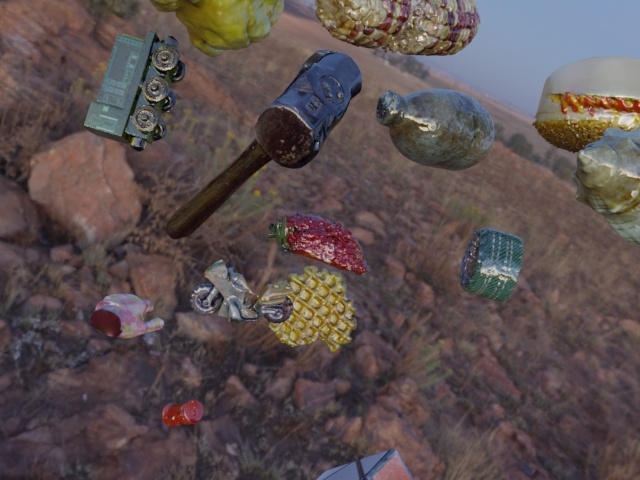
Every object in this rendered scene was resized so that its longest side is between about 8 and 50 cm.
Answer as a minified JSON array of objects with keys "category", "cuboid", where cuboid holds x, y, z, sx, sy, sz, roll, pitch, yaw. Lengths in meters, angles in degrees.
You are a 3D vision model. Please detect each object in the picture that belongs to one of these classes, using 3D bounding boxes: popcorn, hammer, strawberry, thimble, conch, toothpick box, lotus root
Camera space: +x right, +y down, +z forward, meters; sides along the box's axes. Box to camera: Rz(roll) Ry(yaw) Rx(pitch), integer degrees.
[{"category":"popcorn","cuboid":[-0.207,-0.566,1.372,0.334,0.293,0.292,30,43,-47]},{"category":"hammer","cuboid":[-0.112,-0.122,1.037,0.095,0.408,0.242,43,35,-13]},{"category":"strawberry","cuboid":[-0.003,-0.001,1.189,0.192,0.085,0.140,19,-2,39]},{"category":"thimble","cuboid":[0.337,0.046,1.275,0.090,0.135,0.118,17,-3,-4]},{"category":"conch","cuboid":[0.544,-0.078,1.049,0.386,0.203,0.169,16,-10,-20]},{"category":"toothpick box","cuboid":[-0.269,0.338,1.264,0.047,0.083,0.047,20,61,-41]},{"category":"lotus root","cuboid":[0.246,-0.228,1.341,0.349,0.175,0.175,0,31,-48]}]

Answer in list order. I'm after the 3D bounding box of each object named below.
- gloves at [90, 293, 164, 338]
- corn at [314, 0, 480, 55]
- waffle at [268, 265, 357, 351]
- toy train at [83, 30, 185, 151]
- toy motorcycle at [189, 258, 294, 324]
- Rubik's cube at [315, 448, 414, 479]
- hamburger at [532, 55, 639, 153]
[{"category":"gloves","cuboid":[-0.540,0.207,1.830,0.145,0.126,0.241,-3,11,12]},{"category":"corn","cuboid":[0.105,-0.293,0.840,0.098,0.098,0.289,37,33,32]},{"category":"waffle","cuboid":[-0.023,0.194,1.707,0.253,0.249,0.056,-23,11,-26]},{"category":"toy train","cuboid":[-0.342,-0.284,1.207,0.137,0.226,0.090,16,-6,0]},{"category":"toy motorcycle","cuboid":[-0.165,0.113,1.412,0.229,0.130,0.094,8,10,-14]},{"category":"Rubik's cube","cuboid":[0.061,0.512,1.099,0.207,0.205,0.205,-28,84,-47]},{"category":"hamburger","cuboid":[0.590,-0.262,1.347,0.275,0.179,0.294,7,-2,13]}]
